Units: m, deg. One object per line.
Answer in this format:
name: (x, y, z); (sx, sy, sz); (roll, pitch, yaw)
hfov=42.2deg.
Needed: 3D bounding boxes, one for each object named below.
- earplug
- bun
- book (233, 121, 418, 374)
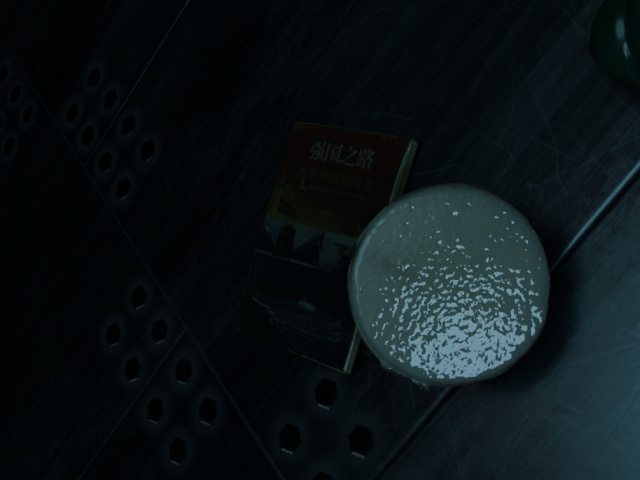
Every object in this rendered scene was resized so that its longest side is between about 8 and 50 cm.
earplug: (0.448, -0.215, 0.969); (0.280, 0.164, 0.257); (6, 119, 52)
bun: (0.165, 0.058, 1.111); (0.263, 0.175, 0.263); (0, 90, 4)
book: (0.000, 0.000, 1.342); (0.262, 0.028, 0.374); (15, 89, 43)
